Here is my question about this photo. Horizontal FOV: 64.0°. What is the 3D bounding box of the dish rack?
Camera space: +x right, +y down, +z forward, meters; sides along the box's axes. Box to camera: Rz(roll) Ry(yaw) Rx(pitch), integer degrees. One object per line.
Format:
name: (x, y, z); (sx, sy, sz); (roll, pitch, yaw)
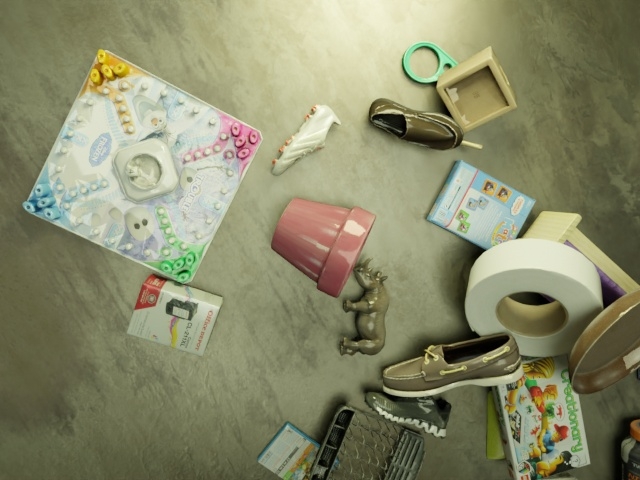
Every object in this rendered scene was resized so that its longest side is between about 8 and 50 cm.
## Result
dish rack: (0.123, 0.529, 1.242); (0.272, 0.074, 0.208); (24, 88, -9)

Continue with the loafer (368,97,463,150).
loafer: (0.204, -0.245, 1.134); (0.220, 0.078, 0.080); (19, 130, 11)

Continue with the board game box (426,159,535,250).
board game box: (0.384, -0.073, 1.225); (0.212, 0.039, 0.160); (26, 94, -9)

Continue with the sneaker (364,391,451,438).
sneaker: (0.219, 0.395, 1.248); (0.235, 0.078, 0.106); (24, 91, -13)

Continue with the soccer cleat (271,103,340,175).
soccer cleat: (-0.033, -0.215, 1.145); (0.076, 0.068, 0.196); (39, 88, -13)

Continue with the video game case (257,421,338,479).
video game case: (-0.054, 0.540, 1.261); (0.166, 0.015, 0.119); (39, 91, -10)

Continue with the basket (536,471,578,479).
basket: (0.573, 0.661, 1.307); (0.114, 0.103, 0.167); (3, 97, -7)

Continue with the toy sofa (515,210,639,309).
toy sofa: (0.634, 0.105, 1.222); (0.363, 0.150, 0.177); (39, 90, -10)

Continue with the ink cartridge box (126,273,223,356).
ink cartridge box: (-0.322, 0.168, 1.149); (0.175, 0.072, 0.127); (19, 99, -9)

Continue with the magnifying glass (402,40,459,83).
magnifying glass: (0.301, -0.395, 1.182); (0.231, 0.026, 0.092); (12, 95, -9)

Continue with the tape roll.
tape roll: (0.472, 0.133, 1.150); (0.287, 0.100, 0.286); (13, 134, 13)

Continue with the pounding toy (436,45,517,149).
pounding toy: (0.329, -0.298, 1.162); (0.206, 0.094, 0.181); (-24, 116, 31)

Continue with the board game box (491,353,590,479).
board game box: (0.533, 0.425, 1.251); (0.193, 0.053, 0.305); (-15, 99, -5)

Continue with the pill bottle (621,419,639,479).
pill bottle: (0.847, 0.593, 1.318); (0.131, 0.130, 0.245); (-5, 97, -6)

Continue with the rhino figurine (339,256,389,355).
rhino figurine: (0.108, 0.159, 1.204); (0.107, 0.073, 0.243); (4, 95, -5)

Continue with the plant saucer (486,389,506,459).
plant saucer: (0.523, 0.474, 1.307); (0.189, 0.045, 0.188); (-2, 97, -7)

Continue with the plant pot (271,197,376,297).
plant pot: (0.000, 0.000, 1.122); (0.180, 0.201, 0.201); (25, 94, 6)

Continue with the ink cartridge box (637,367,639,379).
ink cartridge box: (0.934, 0.309, 1.335); (0.207, 0.046, 0.097); (-7, 99, -6)

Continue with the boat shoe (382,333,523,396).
boat shoe: (0.296, 0.287, 1.193); (0.325, 0.116, 0.096); (-12, 106, 16)

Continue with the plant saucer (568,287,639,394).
plant saucer: (0.640, 0.203, 1.084); (0.311, 0.050, 0.310); (-16, 132, -19)

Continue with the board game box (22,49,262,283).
board game box: (-0.383, -0.151, 1.118); (0.390, 0.050, 0.389); (27, 93, -9)
